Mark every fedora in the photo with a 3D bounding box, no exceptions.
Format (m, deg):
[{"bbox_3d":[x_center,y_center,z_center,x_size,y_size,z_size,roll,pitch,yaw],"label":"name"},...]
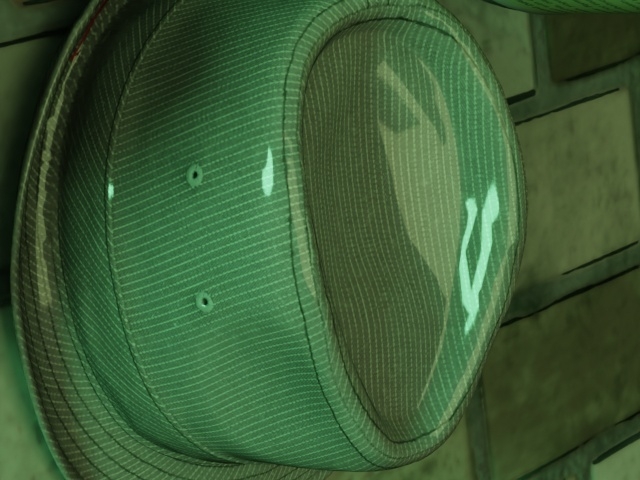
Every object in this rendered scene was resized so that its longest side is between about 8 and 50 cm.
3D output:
[{"bbox_3d":[0.000,0.000,0.725,0.244,0.124,0.275,-4,98,-42],"label":"fedora"}]

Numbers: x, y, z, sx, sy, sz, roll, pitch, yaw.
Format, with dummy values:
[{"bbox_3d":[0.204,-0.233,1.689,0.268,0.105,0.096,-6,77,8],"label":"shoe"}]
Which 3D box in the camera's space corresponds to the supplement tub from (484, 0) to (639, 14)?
[{"bbox_3d":[0.152,-0.207,0.700,0.235,0.325,0.235,-8,101,-42],"label":"supplement tub"}]
